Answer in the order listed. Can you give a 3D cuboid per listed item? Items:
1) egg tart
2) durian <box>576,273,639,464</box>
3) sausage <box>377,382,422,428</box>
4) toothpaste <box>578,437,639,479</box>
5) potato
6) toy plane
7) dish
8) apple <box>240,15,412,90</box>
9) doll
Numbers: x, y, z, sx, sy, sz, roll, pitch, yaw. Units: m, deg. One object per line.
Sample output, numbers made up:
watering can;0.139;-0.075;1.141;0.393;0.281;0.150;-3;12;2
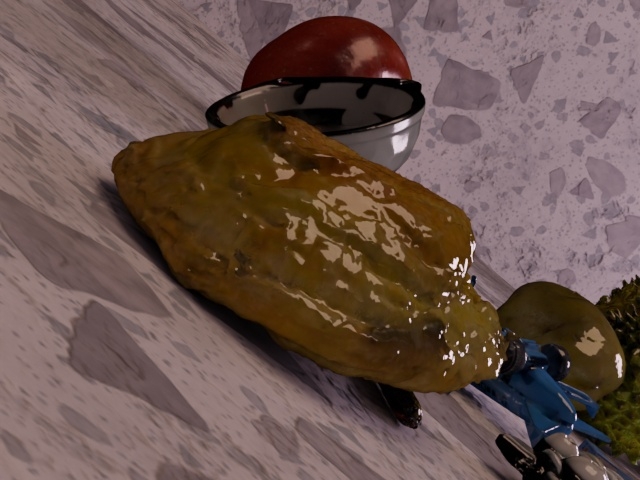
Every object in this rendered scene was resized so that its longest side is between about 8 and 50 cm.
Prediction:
egg tart;0.000;0.000;1.224;0.351;0.153;0.339;32;8;17
durian;0.445;0.178;2.119;0.224;0.291;0.291;23;12;-23
sausage;0.063;0.122;1.311;0.028;0.025;0.198;41;7;-14
toothpaste;0.360;0.297;1.691;0.193;0.044;0.070;38;7;-12
potato;0.311;0.142;1.995;0.137;0.154;0.200;36;13;-39
toy plane;0.199;0.137;1.664;0.254;0.105;0.271;13;27;-43
dish;-0.002;-0.117;1.868;0.303;0.120;0.303;-3;19;1
apple;0.011;-0.199;2.208;0.216;0.260;0.260;14;-12;41
doll;0.242;0.230;1.402;0.219;0.067;0.091;29;16;-49
